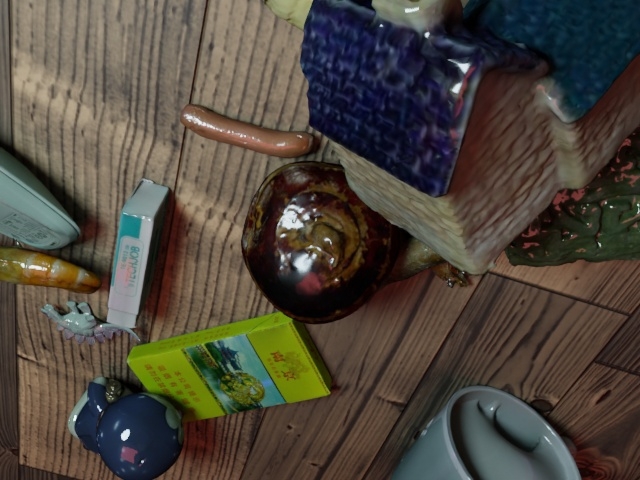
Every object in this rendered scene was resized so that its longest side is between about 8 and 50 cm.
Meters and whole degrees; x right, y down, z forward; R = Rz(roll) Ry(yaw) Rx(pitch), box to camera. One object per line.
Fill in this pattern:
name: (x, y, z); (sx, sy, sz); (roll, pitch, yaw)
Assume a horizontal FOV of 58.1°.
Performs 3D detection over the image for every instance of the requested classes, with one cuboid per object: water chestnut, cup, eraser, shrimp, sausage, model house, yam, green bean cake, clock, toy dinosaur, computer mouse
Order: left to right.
computer mouse: (-0.484, -0.088, 0.839); (0.288, 0.097, 0.159); (34, 148, -33)
shrimp: (-0.475, 0.043, 0.920); (0.248, 0.068, 0.150); (19, 159, -19)
toy dinosaur: (-0.409, 0.153, 1.031); (0.208, 0.039, 0.082); (10, 129, 13)
clock: (-0.351, 0.351, 1.061); (0.243, 0.146, 0.200); (-3, 125, 46)
eraser: (-0.285, 0.024, 0.896); (0.052, 0.096, 0.225); (16, 124, -9)
sausage: (-0.100, -0.147, 0.792); (0.186, 0.043, 0.043); (14, 125, -2)
water chestnut: (0.000, 0.000, 0.799); (0.223, 0.238, 0.224); (-2, 82, 16)
yam: (0.123, 0.028, 0.831); (0.061, 0.061, 0.252); (41, 137, -20)
shrimp: (0.180, 0.007, 0.860); (0.091, 0.043, 0.184); (-20, 118, 15)
model house: (0.144, -0.168, 0.531); (0.298, 0.243, 0.284); (-49, 148, -3)
cup: (0.308, 0.446, 1.047); (0.356, 0.260, 0.275); (2, 132, -33)
green bean cake: (0.347, -0.090, 0.727); (0.254, 0.132, 0.241); (-1, 120, 8)

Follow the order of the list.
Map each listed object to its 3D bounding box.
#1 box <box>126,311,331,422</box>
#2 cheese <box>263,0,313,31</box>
box: (-0.165, 0.238, 1.058); (0.334, 0.047, 0.187); (-15, 120, 16)
cheese: (0.031, -0.280, 0.656); (0.167, 0.094, 0.123); (25, 114, -15)
